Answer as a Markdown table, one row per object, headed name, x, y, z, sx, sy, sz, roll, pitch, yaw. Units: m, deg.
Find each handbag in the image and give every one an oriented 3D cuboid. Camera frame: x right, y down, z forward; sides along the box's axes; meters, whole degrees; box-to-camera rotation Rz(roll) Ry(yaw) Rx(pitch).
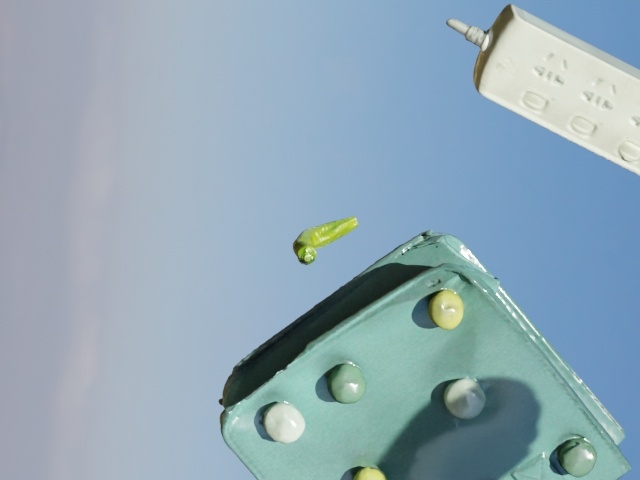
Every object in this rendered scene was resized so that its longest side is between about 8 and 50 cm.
| name | x | y | z | sx | sy | sz | roll | pitch | yaw |
| --- | --- | --- | --- | --- | --- | --- | --- | --- | --- |
| handbag | 0.086 | 0.162 | 1.640 | 0.274 | 0.268 | 0.100 | 53 | 10 | -15 |

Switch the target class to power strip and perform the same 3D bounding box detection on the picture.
| name | x | y | z | sx | sy | sz | roll | pitch | yaw |
| --- | --- | --- | --- | --- | --- | --- | --- | --- | --- |
| power strip | 0.195 | -0.086 | 1.287 | 0.060 | 0.252 | 0.027 | -64 | 179 | 30 |

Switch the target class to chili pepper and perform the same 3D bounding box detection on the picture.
| name | x | y | z | sx | sy | sz | roll | pitch | yaw |
| --- | --- | --- | --- | --- | --- | --- | --- | --- | --- |
| chili pepper | 0.000 | 0.001 | 1.300 | 0.083 | 0.030 | 0.017 | -42 | 132 | -66 |
